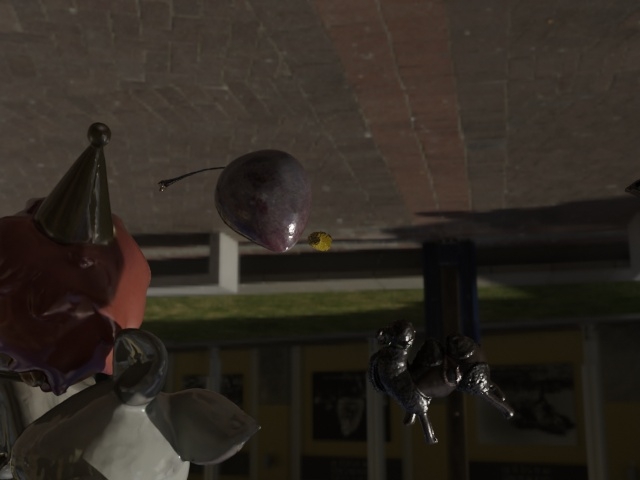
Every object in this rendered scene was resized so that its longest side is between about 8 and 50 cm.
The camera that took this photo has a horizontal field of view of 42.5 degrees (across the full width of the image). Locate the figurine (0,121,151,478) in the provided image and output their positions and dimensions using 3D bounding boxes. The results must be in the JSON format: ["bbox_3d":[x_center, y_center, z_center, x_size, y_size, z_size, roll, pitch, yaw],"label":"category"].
[{"bbox_3d":[-0.241,0.067,0.695,0.166,0.207,0.386,12,135,-21],"label":"figurine"}]

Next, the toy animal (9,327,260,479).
[{"bbox_3d":[-0.143,0.173,0.561,0.127,0.193,0.179,40,130,-18],"label":"toy animal"}]

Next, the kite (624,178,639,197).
[{"bbox_3d":[0.197,-0.037,0.337,0.139,0.156,0.011,-14,125,22],"label":"kite"}]

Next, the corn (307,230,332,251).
[{"bbox_3d":[0.000,0.000,1.179,0.027,0.028,0.083,31,-178,11],"label":"corn"}]

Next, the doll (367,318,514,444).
[{"bbox_3d":[0.127,0.151,0.932,0.139,0.165,0.057,-22,-155,10],"label":"doll"}]

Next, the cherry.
[{"bbox_3d":[-0.101,-0.044,1.081,0.188,0.148,0.115,-18,176,-15],"label":"cherry"}]
